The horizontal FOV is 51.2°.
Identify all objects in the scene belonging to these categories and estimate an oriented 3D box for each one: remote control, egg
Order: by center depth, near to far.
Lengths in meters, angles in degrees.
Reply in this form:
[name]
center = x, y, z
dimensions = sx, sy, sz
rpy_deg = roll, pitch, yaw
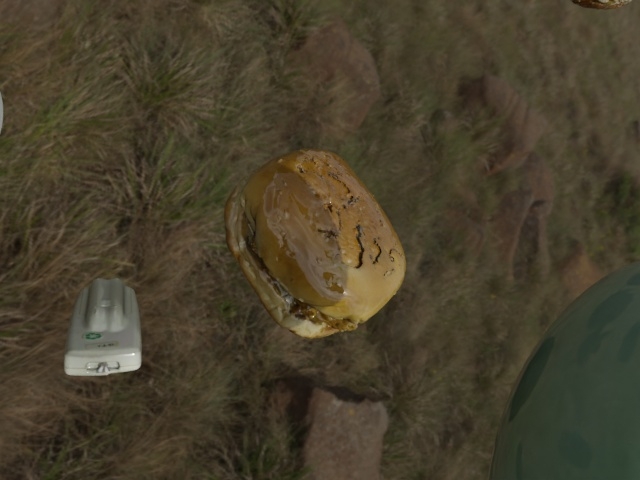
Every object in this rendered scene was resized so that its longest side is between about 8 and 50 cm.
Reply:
[egg]
center = 0.260, 0.187, 0.469
dimensions = 0.276, 0.276, 0.388
rpy_deg = 41, 54, -36
[remote control]
center = -0.284, 0.107, 0.883
dimensions = 0.090, 0.230, 0.049
rpy_deg = 1, 107, -17

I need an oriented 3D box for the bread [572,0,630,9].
[bread]
center = 0.315, -0.335, 0.794
dimensions = 0.233, 0.105, 0.075
rpy_deg = 17, 50, -32

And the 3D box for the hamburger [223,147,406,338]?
[hamburger]
center = -0.002, -0.007, 1.110
dimensions = 0.304, 0.174, 0.284
rpy_deg = 56, 38, -2

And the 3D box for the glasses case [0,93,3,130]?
[glasses case]
center = -0.325, -0.132, 0.508
dimensions = 0.233, 0.059, 0.092
rpy_deg = 58, 38, -74
